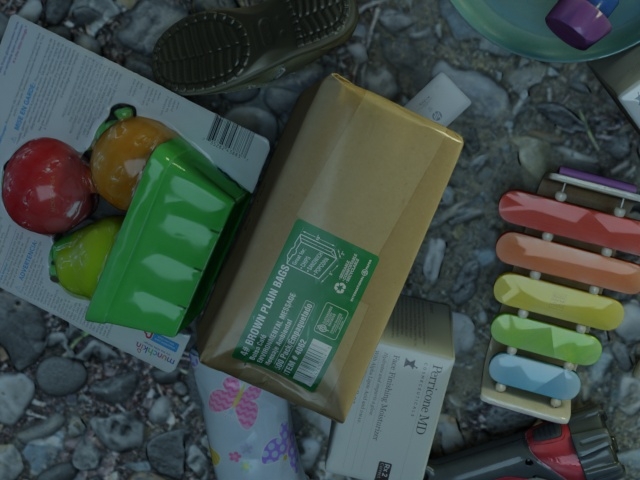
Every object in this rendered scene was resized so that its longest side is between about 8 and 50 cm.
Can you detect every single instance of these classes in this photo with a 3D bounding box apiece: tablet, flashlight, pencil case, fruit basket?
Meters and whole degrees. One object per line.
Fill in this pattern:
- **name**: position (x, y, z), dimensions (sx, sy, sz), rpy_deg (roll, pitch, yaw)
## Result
- **tablet**: position (0.135, -0.157, 1.528), dimensions (0.083, 0.006, 0.054), rpy_deg (-43, 100, 15)
- **flashlight**: position (0.229, 0.299, 1.617), dimensions (0.304, 0.103, 0.103), rpy_deg (-21, 73, 13)
- **pencil case**: position (-0.084, 0.242, 1.607), dimensions (0.124, 0.113, 0.273), rpy_deg (-12, 106, -2)
- **fruit basket**: position (-0.270, -0.053, 1.532), dimensions (0.353, 0.165, 0.327), rpy_deg (27, 107, 12)

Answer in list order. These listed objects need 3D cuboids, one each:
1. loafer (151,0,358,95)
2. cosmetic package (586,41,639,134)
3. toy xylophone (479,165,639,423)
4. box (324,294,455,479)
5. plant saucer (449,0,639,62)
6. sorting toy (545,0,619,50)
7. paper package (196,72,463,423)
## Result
- **loafer**: position (-0.071, -0.225, 1.477), dimensions (0.269, 0.092, 0.102), rpy_deg (-12, 79, 22)
- **cosmetic package**: position (0.434, -0.194, 1.384), dimensions (0.224, 0.224, 0.138), rpy_deg (-37, 101, 14)
- **toy xylophone**: position (0.318, 0.066, 1.540), dimensions (0.236, 0.081, 0.322), rpy_deg (7, 107, 4)
- **box**: position (0.085, 0.177, 1.540), dimensions (0.119, 0.182, 0.181), rpy_deg (13, 107, 0)
- **plant saucer**: position (0.278, -0.357, 1.406), dimensions (0.318, 0.044, 0.317), rpy_deg (3, 99, 17)
- **sorting toy**: position (0.189, -0.361, 1.339), dimensions (0.365, 0.127, 0.126), rpy_deg (38, 88, -9)
- **paper package**: position (0.000, 0.000, 1.387), dimensions (0.168, 0.309, 0.324), rpy_deg (24, 90, -6)
